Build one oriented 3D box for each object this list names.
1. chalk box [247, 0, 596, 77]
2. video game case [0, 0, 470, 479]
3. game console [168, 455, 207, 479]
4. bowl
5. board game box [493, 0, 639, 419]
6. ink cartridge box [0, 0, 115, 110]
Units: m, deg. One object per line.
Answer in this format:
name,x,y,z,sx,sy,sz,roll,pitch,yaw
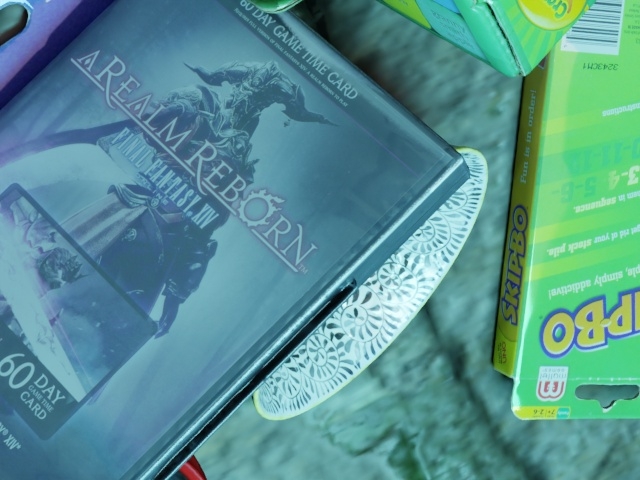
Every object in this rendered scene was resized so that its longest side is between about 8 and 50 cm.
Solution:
chalk box,0.058,-0.210,0.865,0.289,0.180,0.179,-46,142,-7
video game case,-0.094,0.004,0.873,0.274,0.196,0.026,-45,153,-4
game console,-0.217,0.281,0.952,0.386,0.060,0.342,-14,111,-19
bowl,0.000,0.000,0.950,0.080,0.170,0.170,40,81,20
board game box,0.168,-0.028,1.056,0.124,0.039,0.259,2,97,-22
ink cartridge box,-0.220,-0.175,0.847,0.303,0.072,0.307,-38,109,-13
